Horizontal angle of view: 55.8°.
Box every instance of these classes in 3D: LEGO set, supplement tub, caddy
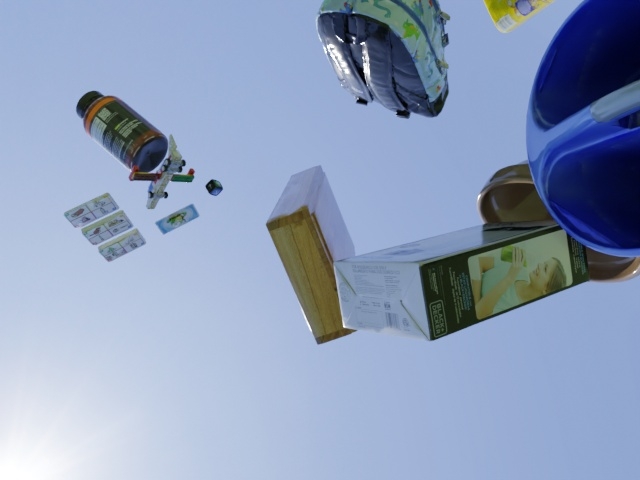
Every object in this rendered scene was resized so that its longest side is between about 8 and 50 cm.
[{"bbox_3d":[-0.294,-0.071,1.039,0.244,0.182,0.060,-28,-116,-8],"label":"LEGO set"},{"bbox_3d":[-0.418,-0.231,1.261,0.198,0.106,0.106,39,-121,16],"label":"supplement tub"},{"bbox_3d":[0.315,-0.114,0.488,0.179,0.341,0.242,-1,-98,-23],"label":"caddy"}]

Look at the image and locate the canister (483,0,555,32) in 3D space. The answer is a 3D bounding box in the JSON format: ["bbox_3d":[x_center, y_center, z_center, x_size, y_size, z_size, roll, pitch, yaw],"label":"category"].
[{"bbox_3d":[0.412,-0.511,1.211,0.073,0.170,0.126,-26,-89,-29],"label":"canister"}]

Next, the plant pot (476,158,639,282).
[{"bbox_3d":[0.352,-0.050,0.852,0.237,0.237,0.110,35,-107,-7],"label":"plant pot"}]

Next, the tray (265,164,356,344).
[{"bbox_3d":[0.000,0.000,1.073,0.076,0.411,0.203,-20,-76,7],"label":"tray"}]

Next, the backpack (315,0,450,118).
[{"bbox_3d":[0.131,-0.441,1.292,0.290,0.355,0.274,26,-83,26],"label":"backpack"}]

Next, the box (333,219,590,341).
[{"bbox_3d":[0.182,0.040,0.771,0.289,0.169,0.087,-12,-85,-31],"label":"box"}]
